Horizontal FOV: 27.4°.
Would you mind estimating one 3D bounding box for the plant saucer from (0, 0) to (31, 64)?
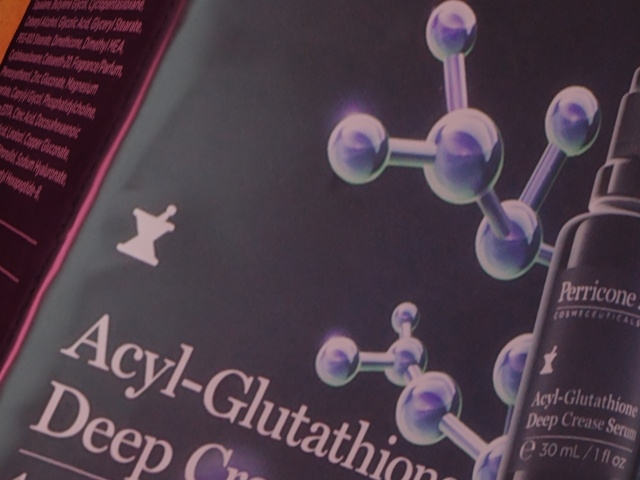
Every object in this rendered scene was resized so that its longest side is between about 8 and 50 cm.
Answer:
[{"bbox_3d":[-0.050,-0.029,0.735,0.333,0.081,0.332,22,88,-29],"label":"plant saucer"}]

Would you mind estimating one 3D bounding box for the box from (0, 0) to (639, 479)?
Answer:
[{"bbox_3d":[0.000,0.000,0.601,0.294,0.212,0.395,26,86,-28],"label":"box"}]
